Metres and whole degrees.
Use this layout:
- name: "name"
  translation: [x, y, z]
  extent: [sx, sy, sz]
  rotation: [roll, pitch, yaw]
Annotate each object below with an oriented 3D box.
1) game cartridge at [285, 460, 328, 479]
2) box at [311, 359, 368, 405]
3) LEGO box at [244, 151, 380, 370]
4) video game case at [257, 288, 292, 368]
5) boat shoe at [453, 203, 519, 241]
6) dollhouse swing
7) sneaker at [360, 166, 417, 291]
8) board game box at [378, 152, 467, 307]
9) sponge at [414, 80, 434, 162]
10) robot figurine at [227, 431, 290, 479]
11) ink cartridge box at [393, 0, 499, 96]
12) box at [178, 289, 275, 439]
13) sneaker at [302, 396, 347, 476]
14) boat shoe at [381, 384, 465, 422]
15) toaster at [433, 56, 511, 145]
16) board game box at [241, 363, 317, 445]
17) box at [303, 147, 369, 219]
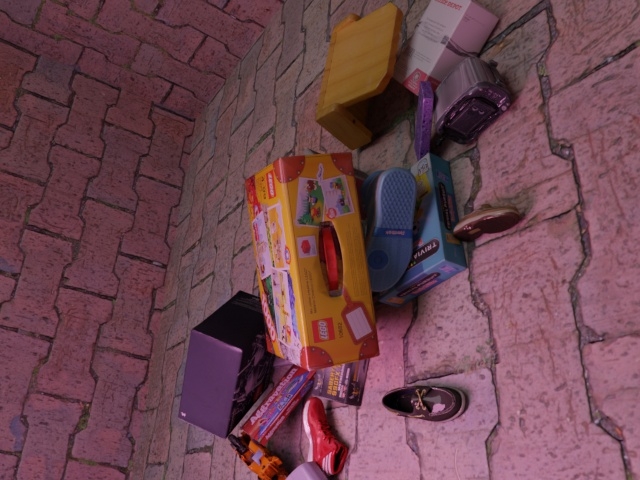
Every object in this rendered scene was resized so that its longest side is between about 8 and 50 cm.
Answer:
- name: "game cartridge"
  translation: [-0.054, 0.755, 1.585]
  extent: [0.196, 0.060, 0.294]
  rotation: [44, 116, 45]
- name: "box"
  translation: [0.064, 0.345, 1.690]
  extent: [0.183, 0.056, 0.231]
  rotation: [-8, 66, 58]
- name: "LEGO box"
  translation: [-0.037, 0.053, 1.547]
  extent: [0.372, 0.193, 0.500]
  rotation: [170, 92, -70]
- name: "video game case"
  translation: [-0.169, 0.305, 2.149]
  extent: [0.300, 0.036, 0.328]
  rotation: [-27, 51, 52]
- name: "boat shoe"
  translation: [0.384, -0.056, 1.369]
  extent: [0.190, 0.068, 0.072]
  rotation: [-21, 43, 55]
- name: "dollhouse swing"
  translation: [0.178, -0.517, 1.868]
  extent: [0.305, 0.315, 0.346]
  rotation: [-2, 70, 37]
- name: "sneaker"
  translation: [0.162, -0.037, 1.539]
  extent: [0.208, 0.127, 0.318]
  rotation: [-132, 53, -76]
- name: "board game box"
  translation: [0.249, -0.027, 1.568]
  extent: [0.254, 0.079, 0.336]
  rotation: [-40, 41, 44]
- name: "sponge"
  translation: [0.282, -0.315, 1.604]
  extent: [0.117, 0.031, 0.210]
  rotation: [-87, -4, -52]
- name: "robot figurine"
  translation: [-0.177, 0.676, 1.796]
  extent: [0.085, 0.211, 0.291]
  rotation: [-45, 24, -18]
- name: "ink cartridge box"
  translation: [0.346, -0.548, 1.675]
  extent: [0.283, 0.117, 0.207]
  rotation: [-60, 30, 21]
- name: "box"
  translation: [-0.281, 0.390, 1.890]
  extent: [0.312, 0.179, 0.343]
  rotation: [-40, -34, -62]
- name: "sneaker"
  translation: [0.024, 0.541, 1.637]
  extent: [0.128, 0.087, 0.221]
  rotation: [-27, 62, 41]
- name: "boat shoe"
  translation: [0.233, 0.376, 1.359]
  extent: [0.228, 0.069, 0.081]
  rotation: [-26, 51, 53]
- name: "toaster"
  translation: [0.374, -0.355, 1.504]
  extent: [0.227, 0.129, 0.146]
  rotation: [-47, 32, 44]
- name: "board game box"
  translation: [-0.120, 0.493, 1.818]
  extent: [0.281, 0.027, 0.145]
  rotation: [-49, 21, -21]
- name: "box"
  translation: [0.047, -0.177, 1.853]
  extent: [0.126, 0.232, 0.148]
  rotation: [-63, 29, 16]
